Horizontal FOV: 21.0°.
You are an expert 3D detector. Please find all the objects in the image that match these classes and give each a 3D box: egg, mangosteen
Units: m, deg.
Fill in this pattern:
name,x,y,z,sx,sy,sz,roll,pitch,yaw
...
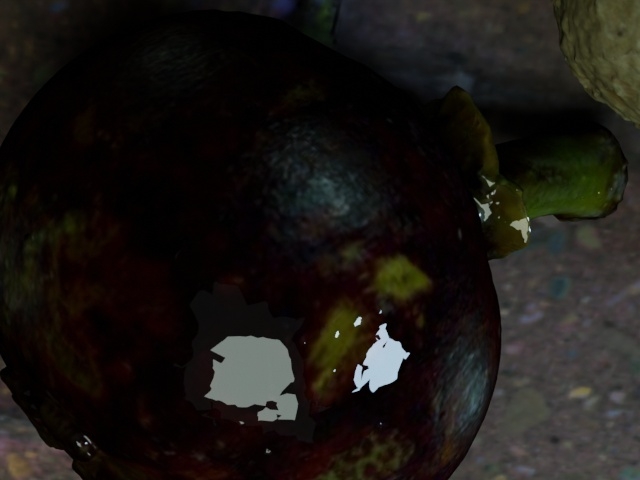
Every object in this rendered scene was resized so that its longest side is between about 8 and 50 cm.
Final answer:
name,x,y,z,sx,sy,sz,roll,pitch,yaw
egg,0.149,-0.095,0.673,0.116,0.140,0.118,-19,139,10
mangosteen,0.000,0.000,0.726,0.289,0.231,0.231,-32,133,-24
